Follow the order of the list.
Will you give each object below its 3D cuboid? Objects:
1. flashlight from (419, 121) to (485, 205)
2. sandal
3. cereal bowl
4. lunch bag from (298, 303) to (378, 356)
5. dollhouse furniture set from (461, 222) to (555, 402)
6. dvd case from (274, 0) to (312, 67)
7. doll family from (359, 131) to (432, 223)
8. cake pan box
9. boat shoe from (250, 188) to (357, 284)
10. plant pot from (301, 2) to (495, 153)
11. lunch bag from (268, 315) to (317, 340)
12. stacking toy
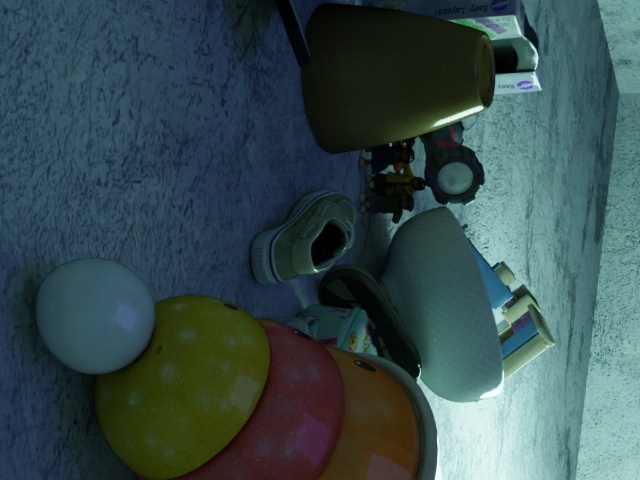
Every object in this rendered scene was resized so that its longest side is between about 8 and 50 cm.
[{"bbox_3d":[0.229,-0.158,2.352,0.304,0.103,0.103,-85,170,-68],"label":"flashlight"},{"bbox_3d":[0.086,0.136,2.112,0.086,0.120,0.302,-86,161,-48],"label":"sandal"},{"bbox_3d":[0.188,0.121,2.234,0.339,0.141,0.339,163,-90,-84],"label":"cereal bowl"},{"bbox_3d":[0.010,0.241,1.924,0.279,0.108,0.224,-60,142,-48],"label":"lunch bag"},{"bbox_3d":[0.285,0.115,2.654,0.303,0.198,0.286,49,11,-13],"label":"dollhouse furniture set"},{"bbox_3d":[-0.067,-0.376,1.762,0.180,0.022,0.253,-105,175,-48],"label":"dvd case"},{"bbox_3d":[0.129,-0.125,2.211,0.076,0.111,0.193,-10,99,-67],"label":"doll family"},{"bbox_3d":[0.246,-0.338,2.299,0.246,0.267,0.070,52,40,-59],"label":"cake pan box"},{"bbox_3d":[0.000,0.000,1.920,0.302,0.094,0.109,-41,127,-61],"label":"boat shoe"},{"bbox_3d":[0.133,-0.256,2.039,0.237,0.254,0.237,-1,90,-69],"label":"plant pot"},{"bbox_3d":[-0.046,0.141,1.838,0.083,0.071,0.053,-70,149,-41],"label":"lunch bag"},{"bbox_3d":[-0.121,0.175,1.437,0.480,0.351,0.350,46,46,-39],"label":"stacking toy"}]
